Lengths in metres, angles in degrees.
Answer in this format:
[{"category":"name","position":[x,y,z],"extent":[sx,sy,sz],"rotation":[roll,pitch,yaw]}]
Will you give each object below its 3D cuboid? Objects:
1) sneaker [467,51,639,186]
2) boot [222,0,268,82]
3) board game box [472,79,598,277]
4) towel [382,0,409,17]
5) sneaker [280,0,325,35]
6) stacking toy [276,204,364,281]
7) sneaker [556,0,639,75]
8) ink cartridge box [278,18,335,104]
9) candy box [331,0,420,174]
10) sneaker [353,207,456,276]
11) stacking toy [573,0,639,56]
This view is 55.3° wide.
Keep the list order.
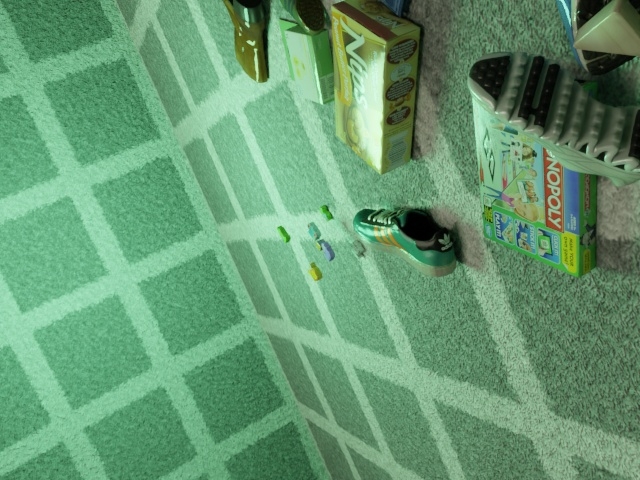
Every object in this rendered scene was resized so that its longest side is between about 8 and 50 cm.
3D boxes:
[{"category":"sneaker","position":[0.322,-0.150,0.812],"extent":[0.292,0.110,0.118],"rotation":[26,166,0]},{"category":"boot","position":[-0.228,-0.622,1.725],"extent":[0.264,0.096,0.280],"rotation":[46,161,20]},{"category":"board game box","position":[0.350,-0.115,1.007],"extent":[0.213,0.046,0.317],"rotation":[33,143,53]},{"category":"towel","position":[0.122,-0.475,1.133],"extent":[0.119,0.029,0.067],"rotation":[53,155,26]},{"category":"sneaker","position":[-0.050,-0.545,1.405],"extent":[0.192,0.064,0.086],"rotation":[63,164,5]},{"category":"stacking toy","position":[0.000,0.000,1.758],"extent":[0.221,0.167,0.052],"rotation":[52,156,28]},{"category":"sneaker","position":[0.318,-0.362,0.734],"extent":[0.147,0.129,0.330],"rotation":[-109,-4,-64]},{"category":"ink cartridge box","position":[-0.051,-0.448,1.522],"extent":[0.235,0.056,0.171],"rotation":[34,145,48]},{"category":"candy box","position":[0.109,-0.315,1.263],"extent":[0.183,0.087,0.317],"rotation":[47,154,37]},{"category":"sneaker","position":[0.187,-0.031,1.400],"extent":[0.302,0.108,0.121],"rotation":[28,139,43]},{"category":"stacking toy","position":[0.396,-0.277,0.566],"extent":[0.308,0.130,0.279],"rotation":[19,171,16]}]
